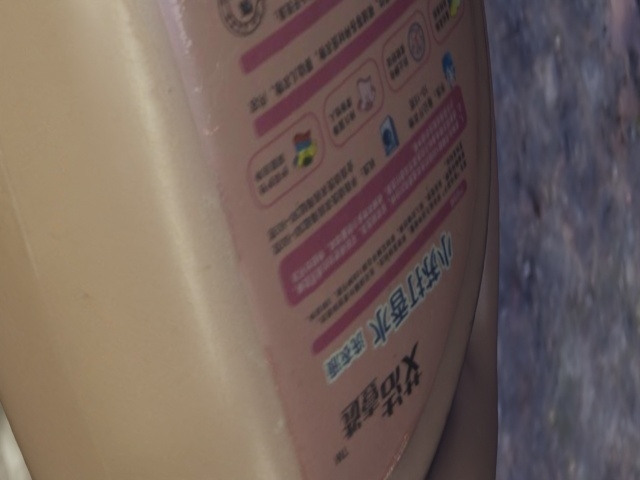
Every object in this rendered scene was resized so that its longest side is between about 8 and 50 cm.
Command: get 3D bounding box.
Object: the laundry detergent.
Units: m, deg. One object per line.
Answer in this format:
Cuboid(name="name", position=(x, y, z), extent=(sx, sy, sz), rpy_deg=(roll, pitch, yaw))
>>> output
Cuboid(name="laundry detergent", position=(0.000, 0.000, 0.406), extent=(0.171, 0.076, 0.237), rpy_deg=(-48, 128, -49))
